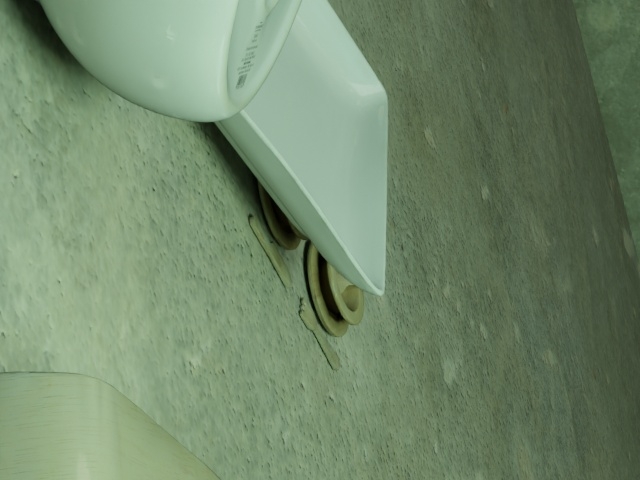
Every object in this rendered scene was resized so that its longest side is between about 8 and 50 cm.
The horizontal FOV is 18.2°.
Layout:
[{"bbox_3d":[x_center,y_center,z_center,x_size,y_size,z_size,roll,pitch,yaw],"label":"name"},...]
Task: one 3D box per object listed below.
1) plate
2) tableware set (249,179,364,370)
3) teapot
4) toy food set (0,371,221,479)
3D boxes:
[{"bbox_3d":[-0.033,-0.127,1.544,0.278,0.045,0.277,53,25,-32],"label":"plate"},{"bbox_3d":[0.000,0.000,1.632,0.128,0.039,0.194,-84,154,-44],"label":"tableware set"},{"bbox_3d":[-0.106,-0.206,1.250,0.256,0.187,0.252,97,15,-56],"label":"teapot"},{"bbox_3d":[-0.117,0.218,1.097,0.306,0.092,0.219,56,26,-66],"label":"toy food set"}]
